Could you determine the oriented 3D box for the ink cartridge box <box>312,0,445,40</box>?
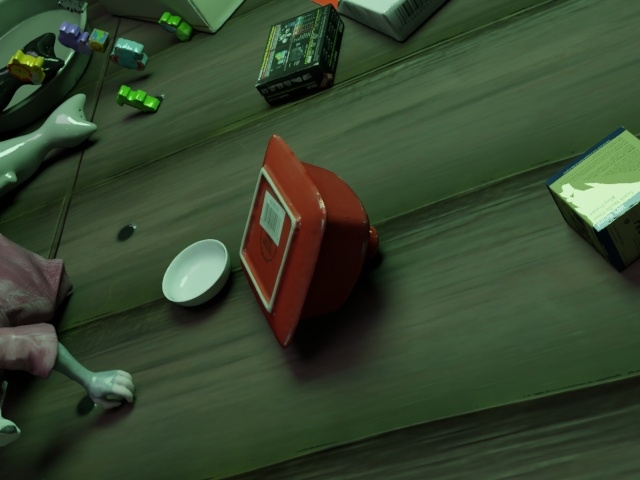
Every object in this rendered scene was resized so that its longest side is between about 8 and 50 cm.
[{"bbox_3d":[0.094,-0.357,1.274,0.189,0.066,0.232,-44,44,-6],"label":"ink cartridge box"}]

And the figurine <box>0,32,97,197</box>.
[{"bbox_3d":[-0.437,-0.178,1.451,0.209,0.092,0.214,-32,64,1],"label":"figurine"}]

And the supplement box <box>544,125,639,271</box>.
[{"bbox_3d":[0.252,-0.036,0.846,0.083,0.056,0.083,-37,39,2],"label":"supplement box"}]

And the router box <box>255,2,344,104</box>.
[{"bbox_3d":[-0.025,-0.233,1.258,0.092,0.038,0.122,-13,45,27],"label":"router box"}]

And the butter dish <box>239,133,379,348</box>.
[{"bbox_3d":[0.000,0.000,0.968,0.160,0.118,0.159,-122,41,-51],"label":"butter dish"}]

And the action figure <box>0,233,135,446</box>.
[{"bbox_3d":[-0.368,0.093,1.050,0.248,0.275,0.370,-31,26,1],"label":"action figure"}]

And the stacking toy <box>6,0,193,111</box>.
[{"bbox_3d":[-0.310,-0.274,1.441,0.221,0.052,0.167,18,59,2],"label":"stacking toy"}]

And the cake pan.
[{"bbox_3d":[-0.488,-0.291,1.621,0.293,0.054,0.293,-14,54,19],"label":"cake pan"}]

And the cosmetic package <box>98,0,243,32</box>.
[{"bbox_3d":[-0.230,-0.423,1.538,0.309,0.113,0.160,22,68,48],"label":"cosmetic package"}]

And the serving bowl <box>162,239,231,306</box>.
[{"bbox_3d":[-0.129,0.039,1.088,0.083,0.027,0.083,-20,43,20],"label":"serving bowl"}]
